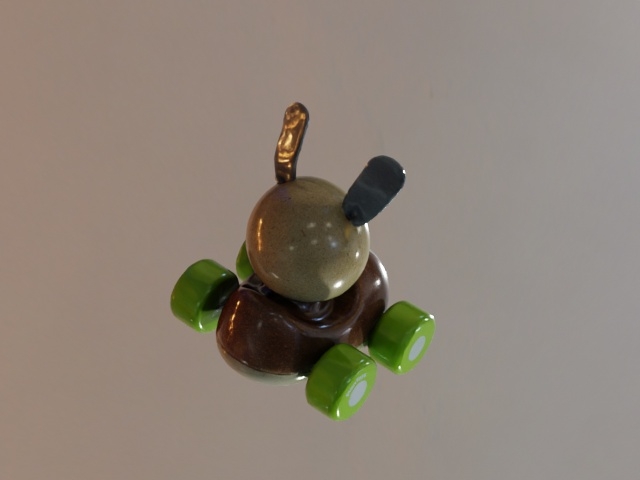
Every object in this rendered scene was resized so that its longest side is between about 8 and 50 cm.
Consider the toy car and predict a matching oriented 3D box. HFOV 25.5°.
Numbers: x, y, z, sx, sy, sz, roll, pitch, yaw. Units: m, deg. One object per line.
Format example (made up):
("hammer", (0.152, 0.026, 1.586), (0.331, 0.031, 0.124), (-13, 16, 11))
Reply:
("toy car", (0.000, 0.000, 0.989), (0.155, 0.188, 0.149), (30, -143, 24))
